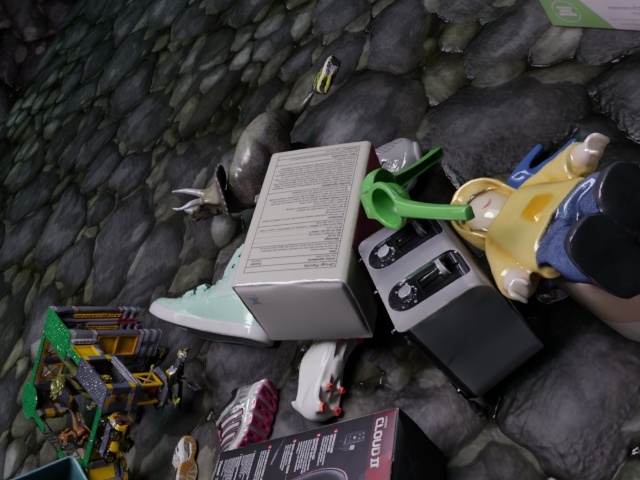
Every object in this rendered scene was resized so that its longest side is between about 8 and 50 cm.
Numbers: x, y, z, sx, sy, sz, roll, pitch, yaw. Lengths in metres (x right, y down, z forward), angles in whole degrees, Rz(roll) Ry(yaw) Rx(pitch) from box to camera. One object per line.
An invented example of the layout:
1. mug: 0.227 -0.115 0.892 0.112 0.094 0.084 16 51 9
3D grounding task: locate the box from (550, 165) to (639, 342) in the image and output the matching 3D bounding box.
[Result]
1. box: 0.345 0.021 0.550 0.148 0.121 0.311 -57 12 -6

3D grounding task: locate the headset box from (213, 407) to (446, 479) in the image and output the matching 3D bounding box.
1. headset box: 0.005 0.319 0.727 0.293 0.110 0.218 -24 34 30

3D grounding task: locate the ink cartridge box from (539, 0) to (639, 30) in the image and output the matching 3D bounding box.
1. ink cartridge box: 0.321 -0.416 0.825 0.207 0.353 0.119 26 80 51

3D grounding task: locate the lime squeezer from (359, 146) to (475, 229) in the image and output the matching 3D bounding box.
1. lime squeezer: 0.099 -0.048 0.767 0.109 0.059 0.310 -3 16 5

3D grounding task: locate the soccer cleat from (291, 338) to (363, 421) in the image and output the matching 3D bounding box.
1. soccer cleat: 0.014 0.144 0.920 0.076 0.068 0.196 3 66 48

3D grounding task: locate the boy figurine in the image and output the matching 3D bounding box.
1. boy figurine: 0.217 -0.026 0.665 0.177 0.092 0.285 -60 13 0

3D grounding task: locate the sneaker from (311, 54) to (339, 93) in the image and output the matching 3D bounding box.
1. sneaker: 0.006 -0.318 1.307 0.035 0.031 0.083 6 65 46

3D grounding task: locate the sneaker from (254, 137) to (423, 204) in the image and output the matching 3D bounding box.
1. sneaker: 0.024 -0.078 1.038 0.281 0.115 0.105 -28 45 26

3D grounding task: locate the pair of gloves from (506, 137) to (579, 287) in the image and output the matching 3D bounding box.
1. pair of gloves: 0.280 -0.037 0.837 0.159 0.023 0.198 -32 44 19

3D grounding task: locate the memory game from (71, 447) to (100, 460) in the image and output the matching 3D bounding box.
1. memory game: -0.414 0.435 1.147 0.186 0.012 0.186 -25 46 29

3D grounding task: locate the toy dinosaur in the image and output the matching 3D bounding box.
1. toy dinosaur: -0.091 -0.135 1.159 0.314 0.160 0.121 -56 40 -4

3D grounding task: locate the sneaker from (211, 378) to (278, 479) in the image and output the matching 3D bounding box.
1. sneaker: -0.116 0.273 0.948 0.074 0.063 0.170 -10 49 39

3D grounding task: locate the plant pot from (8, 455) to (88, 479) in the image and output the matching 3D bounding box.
1. plant pot: -0.404 0.458 0.951 0.165 0.165 0.234 47 129 26

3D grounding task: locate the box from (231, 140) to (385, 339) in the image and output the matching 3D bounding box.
1. box: 0.000 0.000 0.894 0.148 0.127 0.232 -4 50 22

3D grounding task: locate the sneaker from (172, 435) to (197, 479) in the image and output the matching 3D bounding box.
1. sneaker: -0.202 0.334 1.013 0.037 0.032 0.083 -41 33 33

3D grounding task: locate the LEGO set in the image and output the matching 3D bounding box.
1. LEGO set: -0.330 0.249 1.121 0.331 0.192 0.255 21 101 45

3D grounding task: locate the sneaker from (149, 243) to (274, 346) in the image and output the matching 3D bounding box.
1. sneaker: -0.159 0.081 1.107 0.255 0.094 0.151 3 69 34

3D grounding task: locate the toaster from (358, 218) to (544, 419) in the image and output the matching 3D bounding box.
1. toaster: 0.147 0.072 0.772 0.110 0.185 0.168 -38 33 12
